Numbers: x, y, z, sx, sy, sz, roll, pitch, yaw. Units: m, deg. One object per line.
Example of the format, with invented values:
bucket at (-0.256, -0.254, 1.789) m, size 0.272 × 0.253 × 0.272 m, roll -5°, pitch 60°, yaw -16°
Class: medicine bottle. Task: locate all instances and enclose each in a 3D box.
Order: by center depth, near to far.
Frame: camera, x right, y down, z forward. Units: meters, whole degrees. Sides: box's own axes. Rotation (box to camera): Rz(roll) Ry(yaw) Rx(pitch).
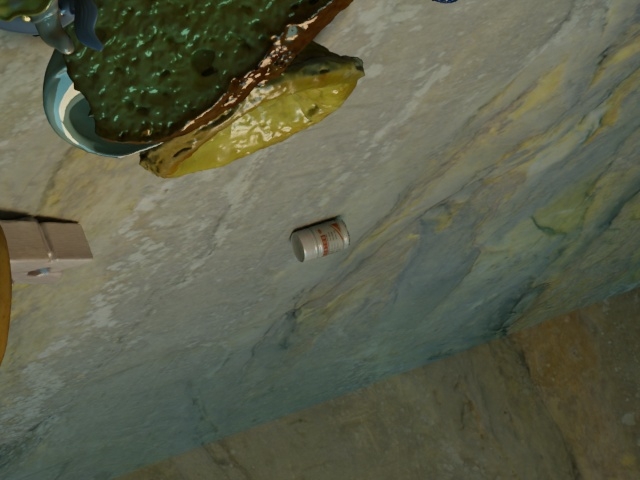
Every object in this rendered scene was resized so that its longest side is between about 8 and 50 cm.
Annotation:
medicine bottle at (0.000, 0.000, 2.761) m, size 0.089 × 0.057 × 0.057 m, roll -17°, pitch 161°, yaw -21°

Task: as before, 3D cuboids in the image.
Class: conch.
conch at (-0.211, -0.187, 1.789) m, size 0.221 × 0.185 × 0.121 m, roll -13°, pitch -165°, yaw -21°

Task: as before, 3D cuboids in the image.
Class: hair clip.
hair clip at (-0.439, 0.012, 2.187) m, size 0.101 × 0.085 × 0.330 m, roll -30°, pitch 168°, yaw 23°

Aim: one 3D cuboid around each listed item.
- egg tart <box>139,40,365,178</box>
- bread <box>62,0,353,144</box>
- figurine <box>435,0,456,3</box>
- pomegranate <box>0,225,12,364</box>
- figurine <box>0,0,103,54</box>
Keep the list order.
egg tart at (-0.096, -0.181, 1.985) m, size 0.315 × 0.120 × 0.315 m, roll -26°, pitch 174°, yaw -3°
bread at (-0.104, -0.245, 1.649) m, size 0.340 × 0.194 × 0.179 m, roll -39°, pitch -177°, yaw 18°
figurine at (0.134, -0.334, 1.879) m, size 0.164 × 0.121 × 0.262 m, roll -35°, pitch 162°, yaw 20°
pomegranate at (-0.506, 0.078, 1.853) m, size 0.342 × 0.343 × 0.342 m, roll -22°, pitch 162°, yaw -7°
figurine at (-0.293, -0.250, 1.527) m, size 0.208 × 0.128 × 0.184 m, roll 12°, pitch 164°, yaw 8°
